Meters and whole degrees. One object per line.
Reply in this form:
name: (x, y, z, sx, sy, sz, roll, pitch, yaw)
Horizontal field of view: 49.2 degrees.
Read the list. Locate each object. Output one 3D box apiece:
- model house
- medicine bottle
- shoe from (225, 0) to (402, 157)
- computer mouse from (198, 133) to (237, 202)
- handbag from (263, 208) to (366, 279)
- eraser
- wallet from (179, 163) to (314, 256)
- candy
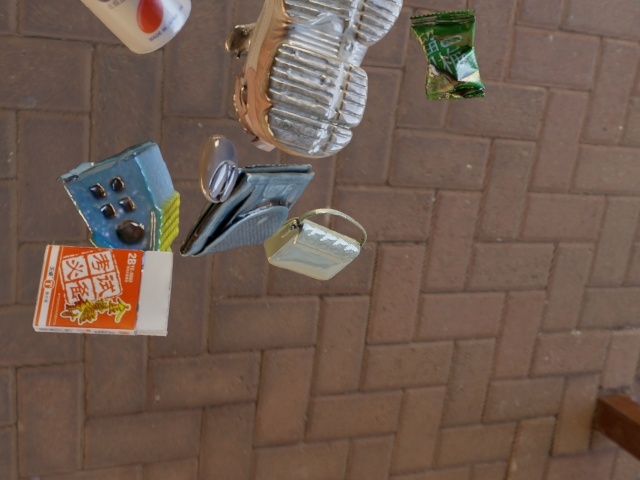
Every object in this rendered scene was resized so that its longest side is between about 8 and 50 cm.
model house: (-0.458, -0.079, 1.728, 0.215, 0.237, 0.303, -23, 105, 6)
medicine bottle: (-0.338, -0.430, 1.003, 0.130, 0.130, 0.341, -46, 137, -2)
shoe: (-0.025, -0.282, 0.942, 0.171, 0.198, 0.351, 22, 83, -27)
computer mouse: (-0.139, -0.102, 0.978, 0.039, 0.066, 0.096, -5, 75, 22)
handbag: (0.000, 0.000, 1.794, 0.219, 0.079, 0.256, -39, 141, 27)
eraser: (-0.387, 0.090, 1.264, 0.230, 0.038, 0.157, 3, 64, -9)
wallet: (-0.145, -0.064, 1.538, 0.075, 0.342, 0.237, 45, 111, 13)
candy: (0.288, -0.416, 1.579, 0.141, 0.078, 0.203, -8, 118, 11)
